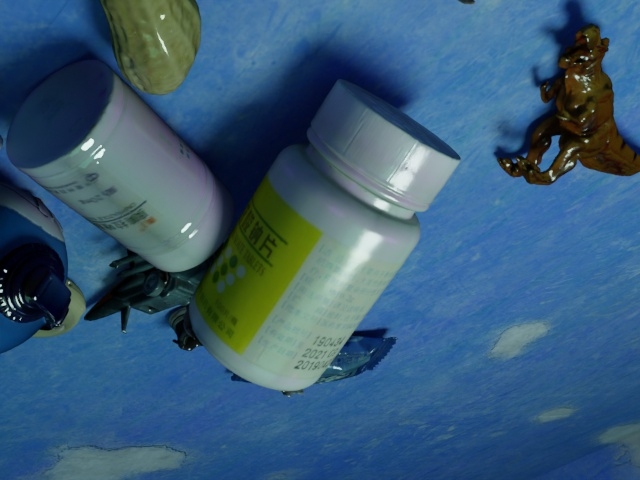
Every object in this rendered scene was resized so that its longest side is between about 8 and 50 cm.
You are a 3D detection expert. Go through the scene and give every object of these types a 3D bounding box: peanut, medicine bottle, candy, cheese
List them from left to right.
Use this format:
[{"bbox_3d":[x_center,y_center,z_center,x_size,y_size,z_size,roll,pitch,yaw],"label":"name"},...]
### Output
[{"bbox_3d":[-0.482,0.088,1.048,0.228,0.064,0.137,22,129,-38],"label":"cheese"},{"bbox_3d":[-0.230,-0.079,0.833,0.152,0.152,0.254,-24,142,13],"label":"medicine bottle"},{"bbox_3d":[-0.173,-0.241,0.689,0.099,0.090,0.214,-16,145,-10],"label":"peanut"},{"bbox_3d":[-0.009,0.252,1.427,0.332,0.077,0.187,2,148,-20],"label":"candy"},{"bbox_3d":[0.000,0.000,0.898,0.214,0.213,0.378,20,112,-38],"label":"medicine bottle"}]

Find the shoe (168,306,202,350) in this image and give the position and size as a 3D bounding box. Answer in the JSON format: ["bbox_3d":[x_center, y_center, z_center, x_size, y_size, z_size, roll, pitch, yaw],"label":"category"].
[{"bbox_3d":[-0.186,0.152,1.206,0.169,0.099,0.071,-21,141,8],"label":"shoe"}]

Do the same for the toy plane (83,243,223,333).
[{"bbox_3d":[-0.264,0.077,1.073,0.326,0.104,0.223,-32,141,23],"label":"toy plane"}]

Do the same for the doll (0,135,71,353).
[{"bbox_3d":[-0.439,0.009,0.818,0.284,0.240,0.310,15,153,19],"label":"doll"}]

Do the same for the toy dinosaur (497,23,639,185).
[{"bbox_3d":[0.375,-0.146,1.011,0.208,0.097,0.432,-36,144,12],"label":"toy dinosaur"}]

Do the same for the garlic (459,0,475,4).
[{"bbox_3d":[0.130,-0.349,0.590,0.146,0.164,0.244,-17,153,-19],"label":"garlic"}]
